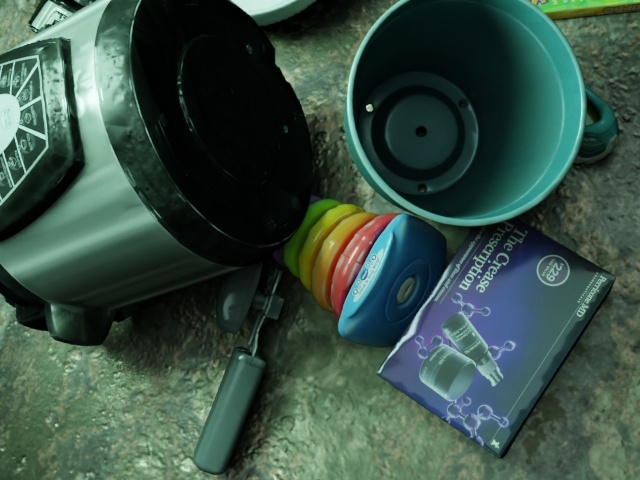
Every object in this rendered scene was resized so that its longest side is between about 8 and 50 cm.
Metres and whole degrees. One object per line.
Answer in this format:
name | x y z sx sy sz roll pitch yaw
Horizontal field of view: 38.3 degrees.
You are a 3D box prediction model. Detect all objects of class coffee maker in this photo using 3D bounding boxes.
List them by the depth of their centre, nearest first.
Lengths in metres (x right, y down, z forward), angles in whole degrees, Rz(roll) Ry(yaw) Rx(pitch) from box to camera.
coffee maker | -0.350 -0.373 1.402 0.120 0.171 0.178 32 99 12

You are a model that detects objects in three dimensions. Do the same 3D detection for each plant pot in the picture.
plant pot | 0.148 -0.147 1.139 0.271 0.255 0.272 0 88 -7

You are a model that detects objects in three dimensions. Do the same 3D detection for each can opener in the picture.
can opener | -0.122 0.161 1.223 0.095 0.076 0.283 22 87 -7

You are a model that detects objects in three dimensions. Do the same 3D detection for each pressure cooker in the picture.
pressure cooker | -0.266 -0.091 1.166 0.420 0.370 0.375 -17 117 31

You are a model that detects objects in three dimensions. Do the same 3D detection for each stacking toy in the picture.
stacking toy | 0.000 0.000 1.232 0.302 0.166 0.175 30 94 33

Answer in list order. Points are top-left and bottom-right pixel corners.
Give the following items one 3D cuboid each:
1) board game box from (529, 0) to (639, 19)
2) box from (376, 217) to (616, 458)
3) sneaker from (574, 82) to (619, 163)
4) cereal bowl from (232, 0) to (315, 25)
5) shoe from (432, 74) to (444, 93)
board game box | 0.356 -0.372 1.284 0.259 0.039 0.124 -3 75 10
box | 0.221 0.114 1.162 0.184 0.103 0.261 32 85 16
sneaker | 0.287 -0.217 1.222 0.275 0.110 0.107 42 89 19
cereal bowl | -0.110 -0.466 1.346 0.339 0.141 0.339 0 85 5
shoe | 0.140 -0.289 1.301 0.076 0.058 0.219 -5 75 12
